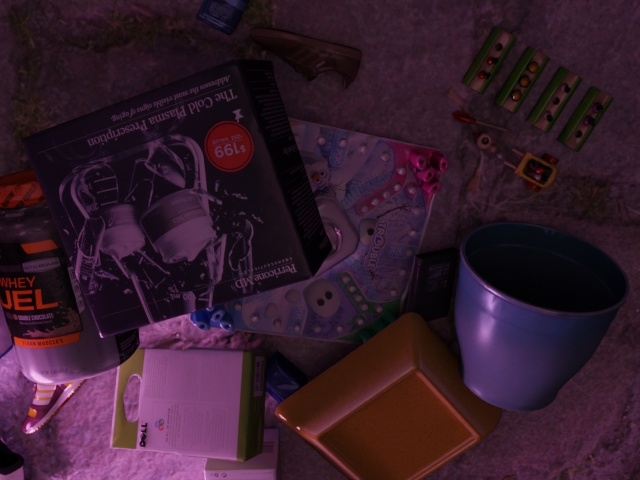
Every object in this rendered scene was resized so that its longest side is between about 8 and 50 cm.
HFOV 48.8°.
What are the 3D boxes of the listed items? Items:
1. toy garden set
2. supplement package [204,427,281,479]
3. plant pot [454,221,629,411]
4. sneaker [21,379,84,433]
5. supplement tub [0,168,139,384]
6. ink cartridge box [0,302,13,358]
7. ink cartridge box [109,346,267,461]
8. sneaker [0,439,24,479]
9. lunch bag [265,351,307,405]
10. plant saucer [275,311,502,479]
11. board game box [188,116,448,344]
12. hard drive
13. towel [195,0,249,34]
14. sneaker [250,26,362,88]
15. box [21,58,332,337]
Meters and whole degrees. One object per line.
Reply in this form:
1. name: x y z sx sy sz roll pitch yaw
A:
1. toy garden set: 0.350 -0.213 1.209 0.244 0.049 0.203 28 104 -9
2. supplement package: -0.144 0.507 1.372 0.134 0.139 0.244 -1 108 0
3. plant pot: 0.350 0.143 1.221 0.272 0.271 0.255 6 122 -3
4. sneaker: -0.515 0.281 1.338 0.084 0.069 0.185 43 96 -4
5. supplement tub: -0.438 0.051 1.192 0.207 0.207 0.337 -8 107 1
6. ink cartridge box: -0.768 0.160 1.185 0.396 0.270 0.151 2 102 -2
7. ink cartridge box: -0.235 0.286 1.275 0.255 0.097 0.188 0 80 14
8. sneaker: -0.712 0.435 1.356 0.316 0.127 0.182 7 103 -11
9. lunch bag: -0.079 0.263 1.336 0.098 0.067 0.065 44 100 -10
10. plant saucer: 0.142 0.344 1.322 0.333 0.081 0.333 -38 116 10
11. board game box: 0.000 0.000 1.223 0.390 0.050 0.389 9 106 -17
12. hard drive: 0.202 0.084 1.281 0.094 0.022 0.135 -10 117 -33
13. towel: -0.148 -0.402 1.152 0.067 0.029 0.119 27 104 -10
14. sneaker: -0.028 -0.301 1.165 0.189 0.066 0.071 12 107 -4
15. box: -0.198 -0.064 1.048 0.343 0.179 0.312 -17 100 14
